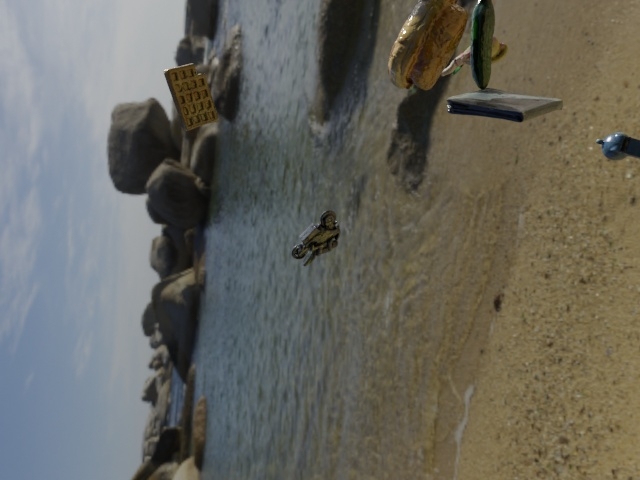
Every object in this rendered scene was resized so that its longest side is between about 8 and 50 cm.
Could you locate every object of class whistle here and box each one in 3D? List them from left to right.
[{"bbox_3d":[0.891,-0.271,1.780,0.090,0.157,0.090,19,-90,-79],"label":"whistle"}]

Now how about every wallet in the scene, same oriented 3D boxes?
[{"bbox_3d":[0.419,-0.314,1.401,0.222,0.167,0.036,24,126,47],"label":"wallet"}]

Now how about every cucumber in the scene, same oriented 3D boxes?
[{"bbox_3d":[0.377,-0.474,1.414,0.056,0.056,0.250,179,95,-76],"label":"cucumber"}]

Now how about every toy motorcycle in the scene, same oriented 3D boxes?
[{"bbox_3d":[0.000,0.000,1.887,0.193,0.124,0.061,-49,36,6],"label":"toy motorcycle"}]

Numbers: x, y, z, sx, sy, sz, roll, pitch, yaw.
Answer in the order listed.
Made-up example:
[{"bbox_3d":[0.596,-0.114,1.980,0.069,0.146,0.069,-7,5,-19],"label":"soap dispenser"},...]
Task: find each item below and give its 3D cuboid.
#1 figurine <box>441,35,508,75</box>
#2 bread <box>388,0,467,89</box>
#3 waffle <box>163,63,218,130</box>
[{"bbox_3d":[0.412,-0.493,1.644,0.187,0.083,0.083,-26,48,25],"label":"figurine"},{"bbox_3d":[0.241,-0.450,1.365,0.236,0.120,0.198,-60,-10,4],"label":"bread"},{"bbox_3d":[-0.277,-0.312,1.309,0.021,0.092,0.135,7,117,54],"label":"waffle"}]
